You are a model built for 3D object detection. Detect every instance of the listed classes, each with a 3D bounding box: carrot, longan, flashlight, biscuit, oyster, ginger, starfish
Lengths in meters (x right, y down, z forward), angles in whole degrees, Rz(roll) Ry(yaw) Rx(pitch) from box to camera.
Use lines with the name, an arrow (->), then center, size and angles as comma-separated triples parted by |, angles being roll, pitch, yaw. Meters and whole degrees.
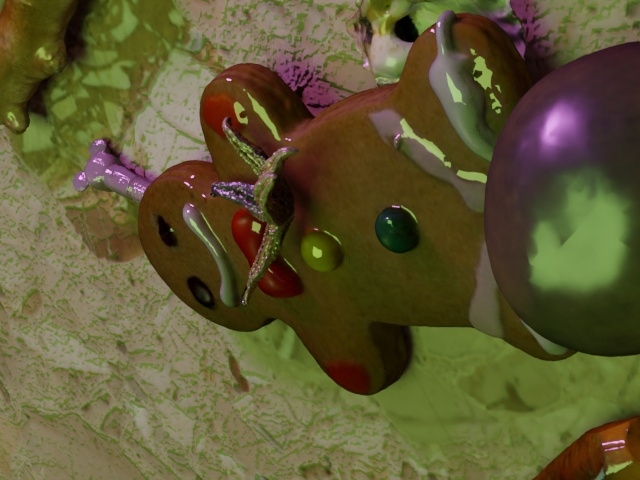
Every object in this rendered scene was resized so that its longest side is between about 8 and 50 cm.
carrot -> 0.167, 0.209, 0.947 | 0.070, 0.070, 0.260 | 48, 135, 15
longan -> 0.176, -0.025, 0.740 | 0.167, 0.167, 0.187 | 21, 87, 35
flashlight -> -0.169, -0.049, 1.158 | 0.110, 0.031, 0.052 | 25, 88, 26
biscuit -> -0.001, 0.000, 0.973 | 0.432, 0.064, 0.283 | -7, 114, 45
oyster -> 0.078, -0.131, 0.879 | 0.146, 0.045, 0.121 | -37, 83, 47
ginger -> -0.257, -0.193, 1.148 | 0.118, 0.065, 0.299 | 57, 139, 11
starfish -> -0.041, -0.018, 0.925 | 0.133, 0.041, 0.130 | -142, 48, -63
